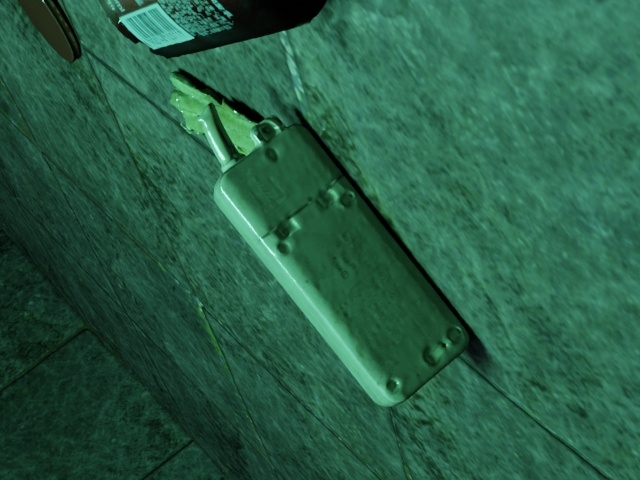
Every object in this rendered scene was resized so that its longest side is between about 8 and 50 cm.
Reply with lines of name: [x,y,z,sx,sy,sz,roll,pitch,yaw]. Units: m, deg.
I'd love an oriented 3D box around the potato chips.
potato chips: [-0.081,-0.094,1.095,0.207,0.028,0.092,33,152,44]

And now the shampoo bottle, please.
shampoo bottle: [-0.073,-0.193,0.798,0.129,0.084,0.323,56,162,-17]

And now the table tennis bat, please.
table tennis bat: [-0.353,-0.306,1.395,0.130,0.019,0.220,24,148,58]

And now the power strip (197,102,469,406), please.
power strip: [0.000,0.000,0.964,0.288,0.093,0.053,52,165,4]
